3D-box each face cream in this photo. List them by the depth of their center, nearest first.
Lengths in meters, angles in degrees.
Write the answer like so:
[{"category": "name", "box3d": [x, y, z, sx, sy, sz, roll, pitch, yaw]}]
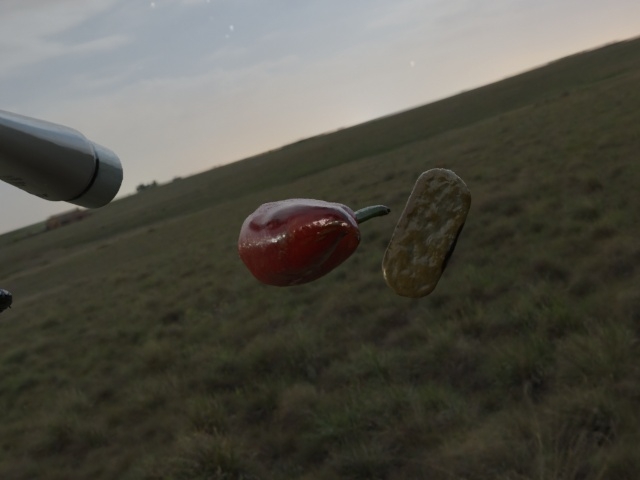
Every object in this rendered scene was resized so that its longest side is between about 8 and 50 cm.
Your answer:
[{"category": "face cream", "box3d": [-0.336, -0.105, 0.776, 0.143, 0.089, 0.314, 9, -8, 24]}]

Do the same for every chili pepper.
[{"category": "chili pepper", "box3d": [-0.007, 0.002, 0.704, 0.137, 0.092, 0.368, -9, 5, 9]}]

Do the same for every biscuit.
[{"category": "biscuit", "box3d": [0.114, -0.008, 0.780, 0.071, 0.147, 0.018, 26, -6, -15]}]

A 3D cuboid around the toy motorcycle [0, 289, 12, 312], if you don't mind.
[{"category": "toy motorcycle", "box3d": [-0.331, 0.081, 0.573, 0.205, 0.076, 0.114, -29, -14, 37]}]
